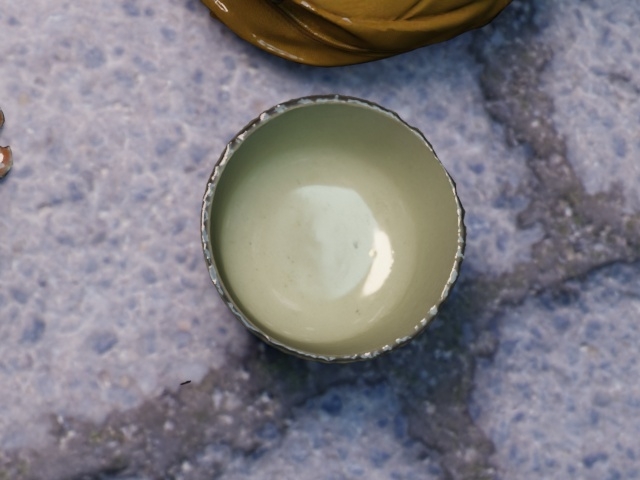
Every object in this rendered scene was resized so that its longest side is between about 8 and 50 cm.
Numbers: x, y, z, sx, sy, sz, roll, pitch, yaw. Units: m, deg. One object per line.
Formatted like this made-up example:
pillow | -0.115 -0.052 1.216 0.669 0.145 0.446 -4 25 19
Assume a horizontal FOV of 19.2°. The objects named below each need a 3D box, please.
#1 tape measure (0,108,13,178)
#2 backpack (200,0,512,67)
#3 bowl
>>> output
tape measure | -0.353 -0.061 1.378 0.246 0.243 0.125 -18 82 -7
backpack | 0.051 -0.313 1.526 0.353 0.201 0.378 38 71 2
bowl | 0.000 0.000 1.498 0.211 0.112 0.211 3 78 -12
